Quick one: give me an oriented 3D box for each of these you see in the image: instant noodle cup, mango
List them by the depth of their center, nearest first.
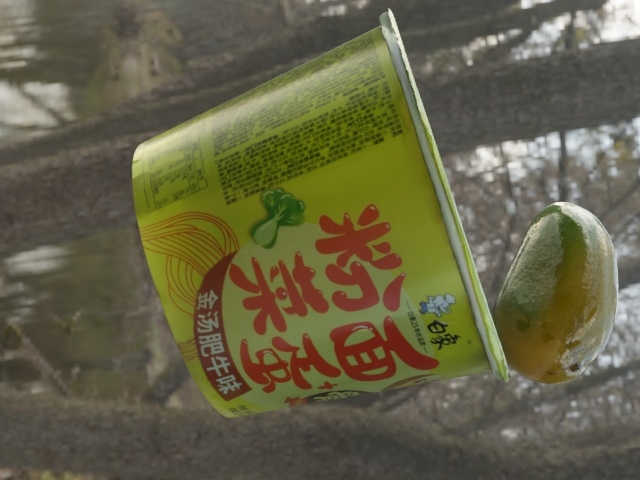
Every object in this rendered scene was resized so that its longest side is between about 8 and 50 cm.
[{"bbox_3d":[0.000,0.000,0.927,0.311,0.221,0.311,-18,90,-83],"label":"instant noodle cup"},{"bbox_3d":[0.306,0.064,1.501,0.114,0.156,0.251,42,56,-33],"label":"mango"}]
